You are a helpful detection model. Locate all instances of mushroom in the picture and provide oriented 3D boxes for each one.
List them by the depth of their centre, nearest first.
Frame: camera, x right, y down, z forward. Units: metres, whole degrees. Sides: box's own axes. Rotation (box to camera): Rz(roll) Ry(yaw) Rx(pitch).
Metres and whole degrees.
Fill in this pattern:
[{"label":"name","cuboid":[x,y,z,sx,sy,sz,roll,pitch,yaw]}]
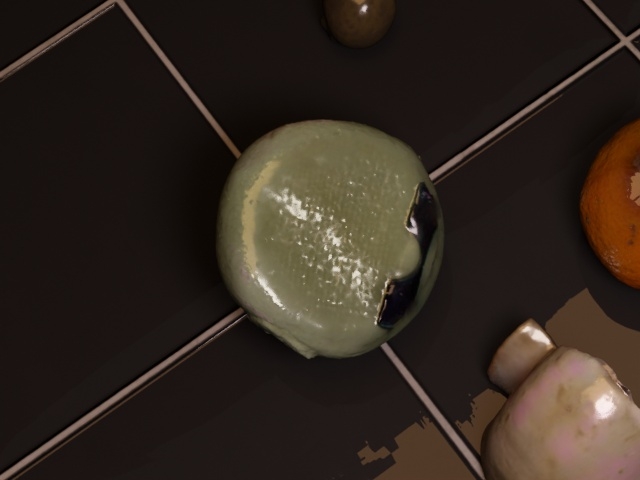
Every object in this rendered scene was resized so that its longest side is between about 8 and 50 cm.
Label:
[{"label":"mushroom","cuboid":[0.262,0.214,1.732,0.173,0.162,0.236,-36,65,-9]}]

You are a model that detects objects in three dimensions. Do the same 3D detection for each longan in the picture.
[{"label":"longan","cuboid":[0.046,-0.306,2.021,0.119,0.106,0.106,-29,59,39]}]

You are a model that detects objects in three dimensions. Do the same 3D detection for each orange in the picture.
[{"label":"orange","cuboid":[0.421,-0.046,1.812,0.224,0.170,0.224,-4,67,9]}]

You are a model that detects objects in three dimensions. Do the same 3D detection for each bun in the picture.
[{"label":"bun","cuboid":[0.000,0.000,1.852,0.293,0.187,0.293,3,80,-17]}]
